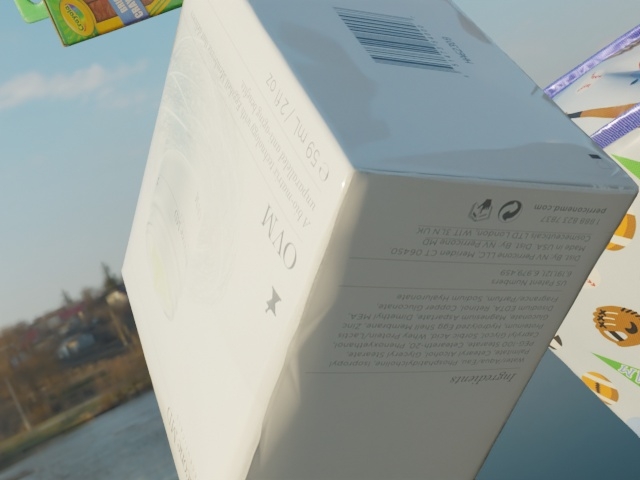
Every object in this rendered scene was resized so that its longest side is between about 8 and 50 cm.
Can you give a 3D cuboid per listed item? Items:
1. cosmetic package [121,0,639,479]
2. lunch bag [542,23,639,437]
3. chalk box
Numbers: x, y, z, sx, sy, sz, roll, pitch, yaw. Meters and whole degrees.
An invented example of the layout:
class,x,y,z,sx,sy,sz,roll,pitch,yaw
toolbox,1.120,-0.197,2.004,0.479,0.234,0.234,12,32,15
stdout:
class,x,y,z,sx,sy,sz,roll,pitch,yaw
cosmetic package,0.000,0.000,0.494,0.138,0.224,0.225,2,-54,-25
lunch bag,0.346,-0.029,0.810,0.239,0.328,0.385,-55,10,-32
chalk box,-0.238,-0.297,1.051,0.213,0.132,0.132,-19,22,4
